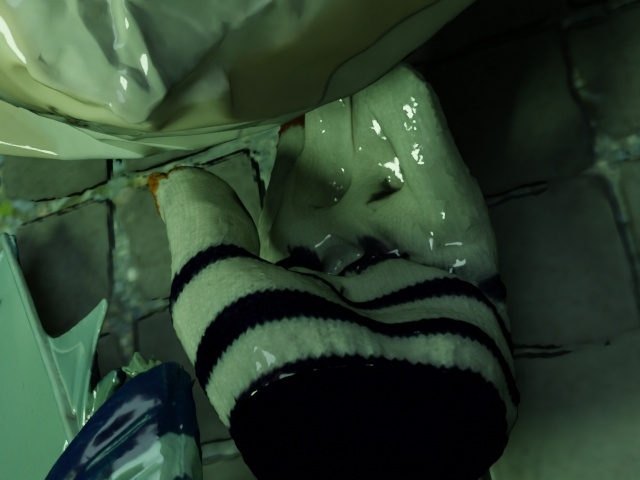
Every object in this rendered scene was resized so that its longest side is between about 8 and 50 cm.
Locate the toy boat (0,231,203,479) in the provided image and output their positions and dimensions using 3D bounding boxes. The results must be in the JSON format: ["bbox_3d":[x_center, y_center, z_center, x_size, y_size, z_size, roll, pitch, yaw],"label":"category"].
[{"bbox_3d":[-0.121,0.090,0.514,0.210,0.070,0.291,-39,48,36],"label":"toy boat"}]

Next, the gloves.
[{"bbox_3d":[0.011,0.010,0.505,0.140,0.131,0.218,-27,27,13],"label":"gloves"}]

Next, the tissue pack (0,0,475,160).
[{"bbox_3d":[-0.023,-0.175,0.501,0.390,0.195,0.375,-45,17,-14],"label":"tissue pack"}]
